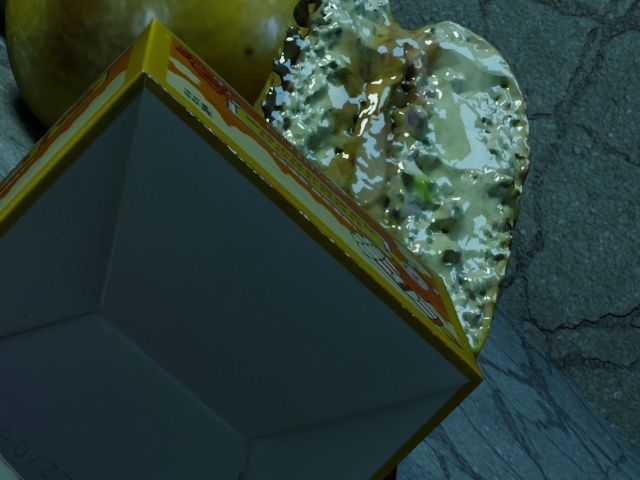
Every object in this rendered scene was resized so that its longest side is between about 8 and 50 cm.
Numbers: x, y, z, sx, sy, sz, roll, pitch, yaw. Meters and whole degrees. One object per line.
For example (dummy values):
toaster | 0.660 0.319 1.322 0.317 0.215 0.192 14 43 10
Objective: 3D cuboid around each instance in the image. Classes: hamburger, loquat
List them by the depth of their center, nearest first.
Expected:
hamburger | 0.019 0.003 1.439 0.268 0.446 0.287 20 -24 -13
loquat | -0.153 -0.185 1.590 0.328 0.328 0.360 29 50 -57

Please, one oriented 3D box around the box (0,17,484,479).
box | -0.092 0.053 1.002 0.283 0.259 0.214 42 8 -16

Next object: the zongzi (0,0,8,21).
zongzi | -0.354 -0.337 1.871 0.274 0.125 0.251 49 4 32

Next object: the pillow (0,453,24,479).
pillow | -0.181 0.160 0.735 0.223 0.084 0.236 46 7 12

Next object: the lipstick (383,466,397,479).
lipstick | 0.047 0.183 1.565 0.073 0.073 0.280 44 10 -6
